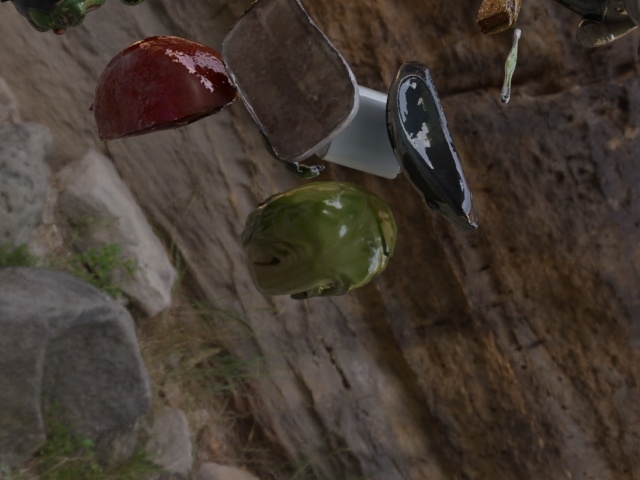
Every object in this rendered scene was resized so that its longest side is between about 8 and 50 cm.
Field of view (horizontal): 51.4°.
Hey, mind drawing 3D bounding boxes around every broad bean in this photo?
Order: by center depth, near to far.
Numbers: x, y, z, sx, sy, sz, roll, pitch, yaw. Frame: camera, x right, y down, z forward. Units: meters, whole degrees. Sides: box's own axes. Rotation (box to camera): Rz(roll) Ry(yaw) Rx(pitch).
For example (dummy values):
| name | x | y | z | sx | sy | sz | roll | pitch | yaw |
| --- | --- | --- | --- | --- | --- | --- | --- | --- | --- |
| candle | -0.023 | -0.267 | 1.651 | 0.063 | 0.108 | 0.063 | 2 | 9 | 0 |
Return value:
| name | x | y | z | sx | sy | sz | roll | pitch | yaw |
| --- | --- | --- | --- | --- | --- | --- | --- | --- | --- |
| broad bean | -0.084 | -0.213 | 1.693 | 0.195 | 0.061 | 0.046 | 31 | -10 | -11 |

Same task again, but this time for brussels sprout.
| name | x | y | z | sx | sy | sz | roll | pitch | yaw |
| --- | --- | --- | --- | --- | --- | --- | --- | --- | --- |
| brussels sprout | 0.000 | 0.000 | 1.367 | 0.328 | 0.328 | 0.247 | 35 | 38 | -80 |

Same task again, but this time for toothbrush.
| name | x | y | z | sx | sy | sz | roll | pitch | yaw |
| --- | --- | --- | --- | --- | --- | --- | --- | --- | --- |
| toothbrush | 0.408 | -0.377 | 1.422 | 0.026 | 0.022 | 0.263 | 104 | 6 | -50 |

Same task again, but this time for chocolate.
| name | x | y | z | sx | sy | sz | roll | pitch | yaw |
| --- | --- | --- | --- | --- | --- | --- | --- | --- | --- |
| chocolate | -0.048 | -0.282 | 1.153 | 0.303 | 0.185 | 0.100 | 61 | 15 | 24 |

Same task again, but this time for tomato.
| name | x | y | z | sx | sy | sz | roll | pitch | yaw |
| --- | --- | --- | --- | --- | --- | --- | --- | --- | --- |
| tomato | -0.297 | -0.307 | 1.277 | 0.309 | 0.308 | 0.170 | -87 | 158 | -71 |

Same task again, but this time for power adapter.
| name | x | y | z | sx | sy | sz | roll | pitch | yaw |
| --- | --- | --- | --- | --- | --- | --- | --- | --- | --- |
| power adapter | 0.078 | -0.267 | 1.557 | 0.124 | 0.255 | 0.187 | -120 | -134 | -67 |

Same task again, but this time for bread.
| name | x | y | z | sx | sy | sz | roll | pitch | yaw |
| --- | --- | --- | --- | --- | --- | --- | --- | --- | --- |
| bread | 0.348 | -0.452 | 1.284 | 0.053 | 0.074 | 0.132 | 45 | 49 | -31 |

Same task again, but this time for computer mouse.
| name | x | y | z | sx | sy | sz | roll | pitch | yaw |
| --- | --- | --- | --- | --- | --- | --- | --- | --- | --- |
| computer mouse | 0.199 | -0.172 | 1.275 | 0.203 | 0.114 | 0.374 | 55 | 19 | -61 |

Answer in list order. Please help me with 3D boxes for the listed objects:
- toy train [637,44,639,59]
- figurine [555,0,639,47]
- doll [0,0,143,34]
| name | x | y | z | sx | sy | sz | roll | pitch | yaw |
| --- | --- | --- | --- | --- | --- | --- | --- | --- | --- |
| toy train | 0.674 | -0.511 | 1.204 | 0.089 | 0.086 | 0.409 | -74 | 165 | -45 |
| figurine | 0.265 | -0.193 | 0.491 | 0.126 | 0.192 | 0.147 | -22 | 127 | -68 |
| doll | -0.509 | -0.544 | 1.384 | 0.198 | 0.322 | 0.186 | 4 | -59 | 50 |
